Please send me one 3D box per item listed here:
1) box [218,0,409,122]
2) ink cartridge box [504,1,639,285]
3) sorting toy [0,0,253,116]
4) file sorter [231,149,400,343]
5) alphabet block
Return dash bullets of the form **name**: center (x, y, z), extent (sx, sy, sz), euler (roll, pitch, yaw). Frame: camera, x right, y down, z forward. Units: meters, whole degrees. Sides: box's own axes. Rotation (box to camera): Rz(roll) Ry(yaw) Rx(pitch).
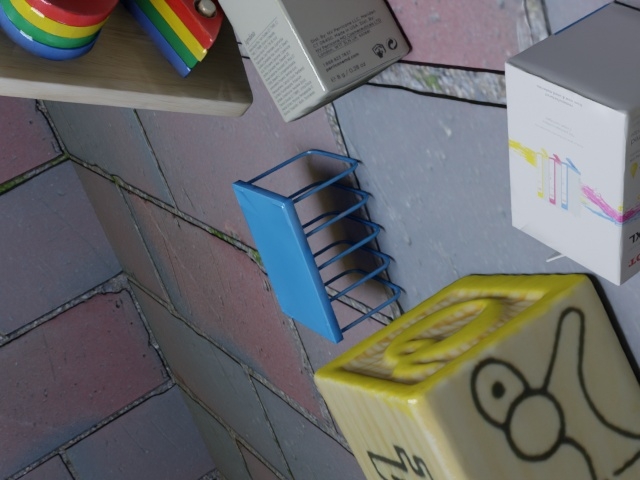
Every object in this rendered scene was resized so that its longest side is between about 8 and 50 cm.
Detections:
- **box**: center (-0.043, -0.248, 0.787), extent (0.275, 0.094, 0.113), euler (62, 158, -5)
- **ink cartridge box**: center (0.178, -0.052, 0.562), extent (0.090, 0.092, 0.143), euler (36, 150, 43)
- **sorting toy**: center (-0.187, -0.251, 0.835), extent (0.089, 0.257, 0.255), euler (-40, 60, 45)
- **file sorter**: center (0.000, 0.000, 0.996), extent (0.118, 0.104, 0.170), euler (22, 138, 56)
- **alphabet block**: center (0.143, 0.156, 0.773), extent (0.197, 0.192, 0.193), euler (64, 156, -8)
